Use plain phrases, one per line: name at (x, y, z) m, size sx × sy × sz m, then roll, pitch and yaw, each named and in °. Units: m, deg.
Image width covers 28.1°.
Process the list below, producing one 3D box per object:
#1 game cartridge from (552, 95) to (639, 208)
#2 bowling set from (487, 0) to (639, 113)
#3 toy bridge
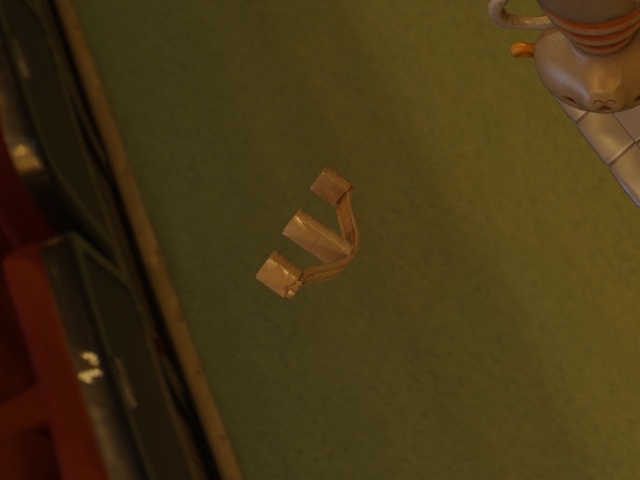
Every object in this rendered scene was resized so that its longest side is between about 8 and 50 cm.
game cartridge at (0.312, -0.033, 0.949) m, size 0.068 × 0.355 × 0.230 m, roll -38°, pitch 70°, yaw 26°
bowling set at (0.195, -0.015, 0.376) m, size 0.287 × 0.154 × 0.200 m, roll -3°, pitch 74°, yaw 14°
toy bridge at (0.000, 0.000, 1.097) m, size 0.063 × 0.188 × 0.026 m, roll 35°, pitch 122°, yaw -4°
